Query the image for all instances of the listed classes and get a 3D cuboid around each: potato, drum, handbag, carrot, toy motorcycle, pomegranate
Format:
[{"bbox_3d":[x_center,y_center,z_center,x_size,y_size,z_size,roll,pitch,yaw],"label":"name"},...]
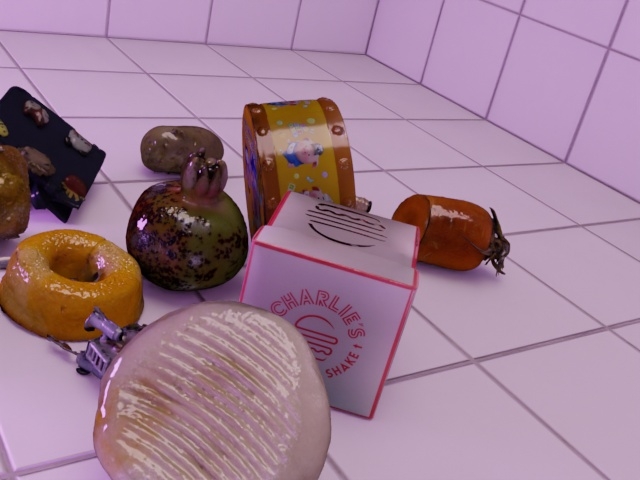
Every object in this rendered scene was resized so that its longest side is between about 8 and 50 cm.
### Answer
[{"bbox_3d":[-0.417,-0.272,2.286,0.262,0.165,0.165,-2,29,-41],"label":"potato"},{"bbox_3d":[-0.063,-0.134,1.843,0.214,0.431,0.431,-6,30,-10],"label":"drum"},{"bbox_3d":[-0.717,-0.221,1.930,0.303,0.122,0.329,39,20,-23],"label":"handbag"},{"bbox_3d":[0.373,-0.018,2.094,0.331,0.193,0.214,14,-15,-8],"label":"carrot"},{"bbox_3d":[-0.334,0.217,1.373,0.401,0.134,0.207,27,23,23],"label":"toy motorcycle"},{"bbox_3d":[-0.289,-0.054,1.689,0.285,0.340,0.285,14,33,-9],"label":"pomegranate"}]

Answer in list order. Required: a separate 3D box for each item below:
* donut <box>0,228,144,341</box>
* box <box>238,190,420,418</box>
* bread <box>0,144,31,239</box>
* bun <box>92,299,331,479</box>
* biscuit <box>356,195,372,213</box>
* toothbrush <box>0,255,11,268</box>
[{"bbox_3d":[-0.509,0.079,1.574,0.303,0.110,0.303,13,29,-7],"label":"donut"},{"bbox_3d":[0.013,0.116,1.535,0.314,0.312,0.300,16,25,3],"label":"box"},{"bbox_3d":[-0.735,-0.091,1.662,0.176,0.246,0.196,3,6,41],"label":"bread"},{"bbox_3d":[-0.157,0.278,1.169,0.365,0.219,0.365,1,63,-3],"label":"bun"},{"bbox_3d":[0.049,-0.127,2.322,0.219,0.055,0.061,16,20,2],"label":"biscuit"},{"bbox_3d":[-0.779,0.050,1.601,0.375,0.028,0.037,-1,56,-29],"label":"toothbrush"}]
